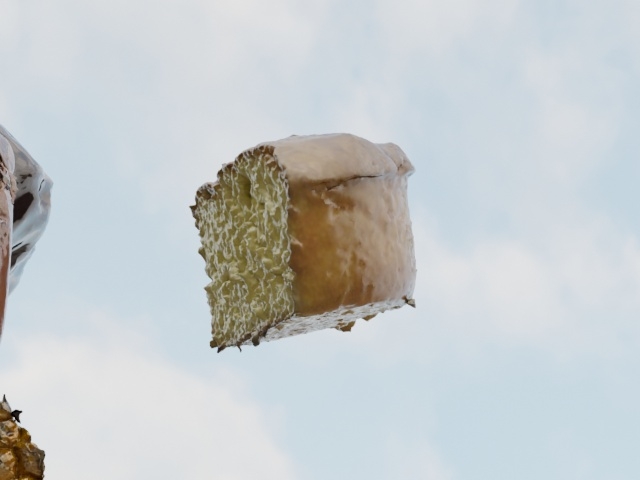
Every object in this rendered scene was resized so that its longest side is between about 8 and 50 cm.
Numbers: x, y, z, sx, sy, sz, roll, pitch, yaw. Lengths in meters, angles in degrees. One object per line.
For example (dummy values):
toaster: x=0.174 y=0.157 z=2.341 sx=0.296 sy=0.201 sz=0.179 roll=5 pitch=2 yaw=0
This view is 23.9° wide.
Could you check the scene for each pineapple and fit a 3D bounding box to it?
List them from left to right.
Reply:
pineapple: x=-0.354 y=0.269 z=1.580 sx=0.224 sy=0.076 sz=0.225 roll=13 pitch=-72 yaw=46

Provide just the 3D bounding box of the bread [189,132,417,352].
bread: x=0.000 y=0.000 z=1.467 sx=0.179 sy=0.194 sz=0.340 roll=-4 pitch=-8 yaw=-20

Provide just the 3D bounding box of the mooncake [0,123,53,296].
mooncake: x=-0.453 y=0.012 z=1.576 sx=0.212 sy=0.381 sz=0.350 roll=44 pitch=-71 yaw=7

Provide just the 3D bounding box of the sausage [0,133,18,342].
sausage: x=-0.258 y=0.018 z=1.089 sx=0.078 sy=0.304 sz=0.078 roll=-3 pitch=-47 yaw=-4
